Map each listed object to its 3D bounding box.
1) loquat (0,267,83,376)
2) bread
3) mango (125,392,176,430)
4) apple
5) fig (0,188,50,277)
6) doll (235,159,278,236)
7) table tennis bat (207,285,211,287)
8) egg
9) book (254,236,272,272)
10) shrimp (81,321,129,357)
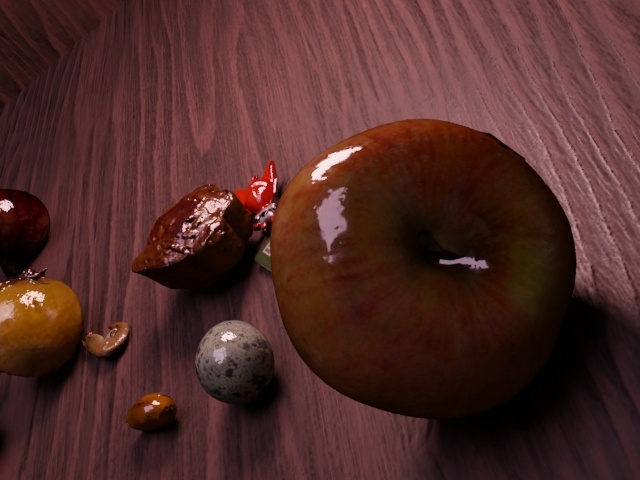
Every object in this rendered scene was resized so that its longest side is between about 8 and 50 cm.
[{"bbox_3d":[-0.636,0.180,2.090,0.244,0.244,0.243,-29,37,25],"label":"loquat"},{"bbox_3d":[-0.244,-0.010,1.890,0.247,0.135,0.232,-13,45,43],"label":"bread"},{"bbox_3d":[-0.308,0.311,1.728,0.127,0.077,0.063,-30,59,47],"label":"mango"},{"bbox_3d":[0.132,0.040,1.261,0.400,0.400,0.333,-55,-3,-12],"label":"apple"},{"bbox_3d":[-0.842,-0.034,2.551,0.235,0.235,0.214,-31,42,23],"label":"fig"},{"bbox_3d":[-0.118,-0.079,1.935,0.109,0.057,0.169,-39,37,18],"label":"doll"},{"bbox_3d":[-0.244,0.008,2.021,0.154,0.021,0.274,-39,33,14],"label":"table tennis bat"},{"bbox_3d":[-0.145,0.200,1.610,0.132,0.132,0.172,-41,23,9],"label":"egg"},{"bbox_3d":[0.000,0.000,1.749,0.202,0.027,0.264,-50,33,-7],"label":"book"},{"bbox_3d":[-0.461,0.201,2.039,0.095,0.045,0.162,-55,32,-13],"label":"shrimp"}]
